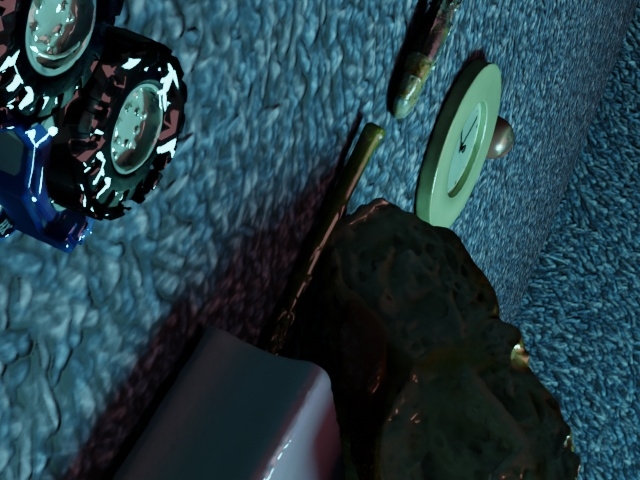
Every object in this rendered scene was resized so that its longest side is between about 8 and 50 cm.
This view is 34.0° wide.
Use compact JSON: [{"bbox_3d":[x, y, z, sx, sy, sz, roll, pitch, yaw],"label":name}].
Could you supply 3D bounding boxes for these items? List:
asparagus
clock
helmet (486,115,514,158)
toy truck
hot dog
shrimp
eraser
[{"bbox_3d":[0.000,0.000,0.964,0.248,0.024,0.025,-64,155,-11],"label":"asparagus"},{"bbox_3d":[0.179,-0.121,1.363,0.235,0.029,0.235,-53,155,-39],"label":"clock"},{"bbox_3d":[0.258,-0.150,1.523,0.084,0.049,0.065,-48,152,-49],"label":"helmet"},{"bbox_3d":[-0.137,-0.065,0.338,0.126,0.113,0.208,-62,160,-19],"label":"toy truck"},{"bbox_3d":[0.096,0.214,1.044,0.365,0.196,0.367,83,-12,-51],"label":"hot dog"},{"bbox_3d":[0.109,-0.198,1.064,0.161,0.034,0.091,-65,175,8],"label":"shrimp"},{"bbox_3d":[-0.108,0.285,0.805,0.359,0.122,0.272,-60,161,-30],"label":"eraser"}]
